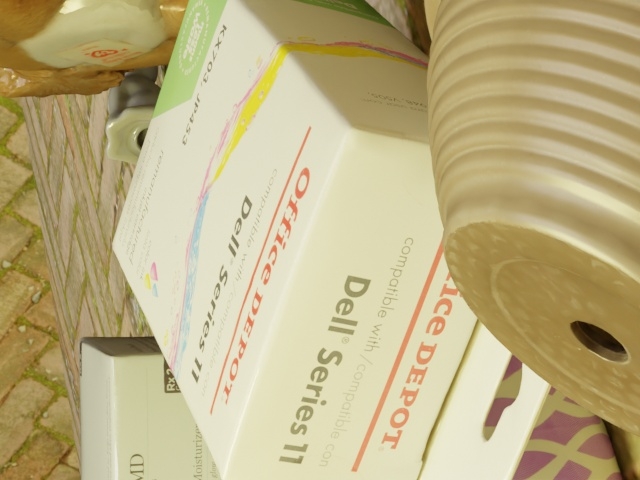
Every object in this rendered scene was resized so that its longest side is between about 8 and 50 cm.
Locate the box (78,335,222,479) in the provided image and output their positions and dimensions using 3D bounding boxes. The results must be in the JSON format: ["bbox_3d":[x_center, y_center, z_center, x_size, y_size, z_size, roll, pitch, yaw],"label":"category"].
[{"bbox_3d":[-0.128,0.173,1.342,0.182,0.119,0.181,-175,85,-74],"label":"box"}]

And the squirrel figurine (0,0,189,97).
[{"bbox_3d":[-0.207,-0.324,1.357,0.397,0.281,0.370,149,115,-70],"label":"squirrel figurine"}]

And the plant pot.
[{"bbox_3d":[0.116,-0.009,0.523,0.237,0.110,0.237,34,161,14],"label":"plant pot"}]

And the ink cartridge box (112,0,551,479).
[{"bbox_3d":[0.000,0.000,0.897,0.353,0.119,0.207,52,127,58],"label":"ink cartridge box"}]

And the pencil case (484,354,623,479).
[{"bbox_3d":[0.122,0.150,0.879,0.088,0.086,0.206,114,144,-80],"label":"pencil case"}]

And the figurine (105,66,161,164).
[{"bbox_3d":[-0.184,-0.203,1.675,0.209,0.092,0.215,-110,21,-55],"label":"figurine"}]
